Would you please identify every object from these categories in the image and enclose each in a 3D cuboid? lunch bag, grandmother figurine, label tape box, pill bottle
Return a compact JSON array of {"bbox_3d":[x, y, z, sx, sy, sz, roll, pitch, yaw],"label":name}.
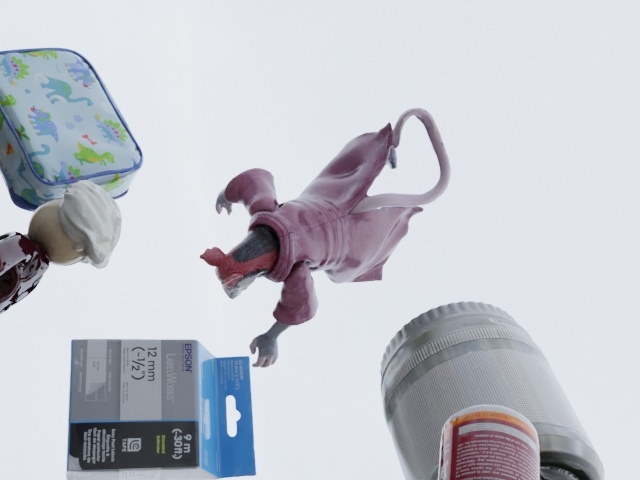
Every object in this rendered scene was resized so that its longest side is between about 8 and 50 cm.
[{"bbox_3d":[-0.341,-0.144,1.251,0.219,0.176,0.090,58,-44,16],"label":"lunch bag"},{"bbox_3d":[-0.342,0.047,0.933,0.104,0.342,0.208,58,-25,-5],"label":"grandmother figurine"},{"bbox_3d":[-0.292,0.315,1.799,0.115,0.347,0.249,110,-23,-61],"label":"label tape box"},{"bbox_3d":[0.137,0.216,0.789,0.086,0.152,0.086,5,-51,7],"label":"pill bottle"}]

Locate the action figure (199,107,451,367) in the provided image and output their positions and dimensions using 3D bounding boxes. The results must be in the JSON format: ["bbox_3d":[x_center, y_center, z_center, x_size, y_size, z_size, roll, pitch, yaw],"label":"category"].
[{"bbox_3d":[0.000,0.000,1.270,0.275,0.370,0.248,-25,-91,37],"label":"action figure"}]

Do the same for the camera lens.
[{"bbox_3d":[0.198,0.235,1.169,0.219,0.219,0.274,-59,-153,28],"label":"camera lens"}]
